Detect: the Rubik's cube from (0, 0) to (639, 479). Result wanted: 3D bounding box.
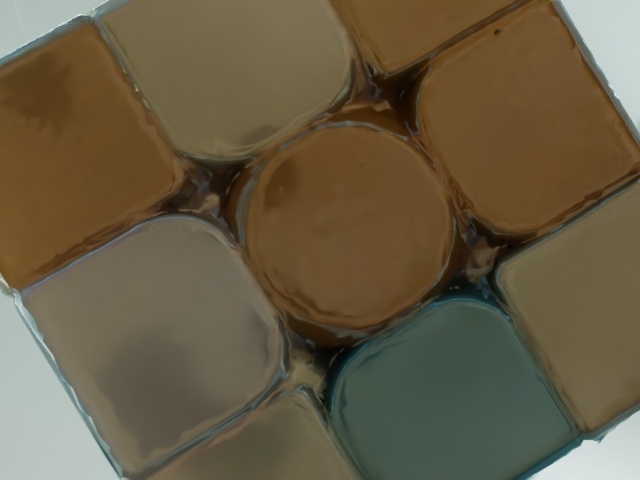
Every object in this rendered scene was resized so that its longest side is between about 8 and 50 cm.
[{"bbox_3d":[0.000,0.000,0.516,0.347,0.346,0.344,-30,-91,-6],"label":"Rubik's cube"}]
